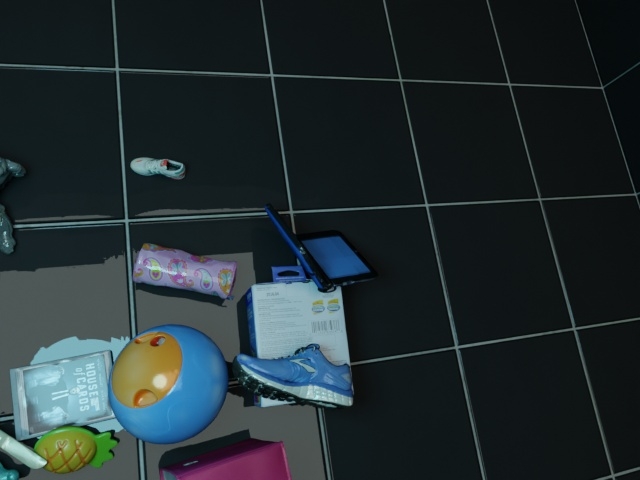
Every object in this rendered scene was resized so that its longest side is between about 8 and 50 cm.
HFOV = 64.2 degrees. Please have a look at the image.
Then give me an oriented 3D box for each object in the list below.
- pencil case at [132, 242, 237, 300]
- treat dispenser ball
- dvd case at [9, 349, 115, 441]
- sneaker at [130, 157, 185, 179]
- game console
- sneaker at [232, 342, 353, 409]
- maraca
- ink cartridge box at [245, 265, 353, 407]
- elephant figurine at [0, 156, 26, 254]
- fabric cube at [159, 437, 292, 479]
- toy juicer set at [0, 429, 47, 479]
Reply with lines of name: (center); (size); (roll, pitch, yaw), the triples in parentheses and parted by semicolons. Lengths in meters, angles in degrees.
pencil case: (-0.379, 0.091, 1.444); (0.284, 0.124, 0.124); (14, 71, -15)
treat dispenser ball: (-0.375, 0.354, 1.272); (0.288, 0.288, 0.288); (5, 73, -16)
dvd case: (-0.655, 0.394, 1.312); (0.238, 0.029, 0.179); (-9, 78, -19)
sneaker: (-0.483, -0.226, 1.523); (0.161, 0.075, 0.057); (9, 72, -15)
game console: (0.000, 0.000, 1.486); (0.173, 0.293, 0.250); (-34, 129, -5)
sneaker: (-0.068, 0.338, 1.321); (0.330, 0.130, 0.147); (18, 59, -18)
maraca: (-0.602, 0.515, 1.256); (0.185, 0.099, 0.127); (14, 107, -28)
ink cartridge box: (-0.068, 0.259, 1.473); (0.269, 0.151, 0.396); (-2, 77, -18)
elephant figurine: (-0.889, -0.108, 1.327); (0.186, 0.169, 0.240); (16, 85, 17)
fabric cube: (-0.221, 0.646, 1.238); (0.258, 0.254, 0.259); (-9, 76, -28)
toy juicer set: (-0.825, 0.534, 1.184); (0.329, 0.089, 0.209); (-36, 84, -12)
